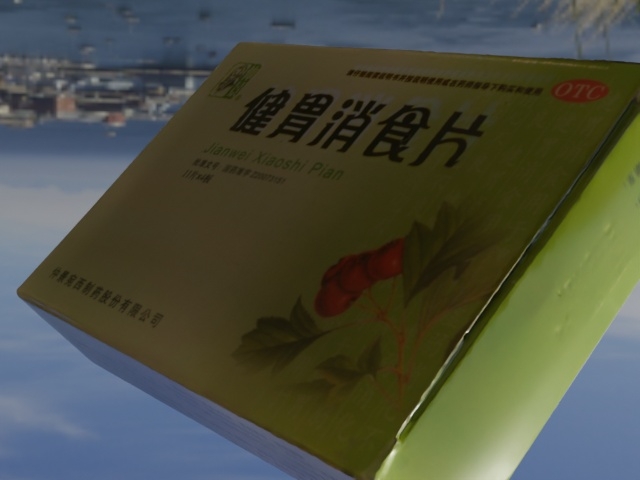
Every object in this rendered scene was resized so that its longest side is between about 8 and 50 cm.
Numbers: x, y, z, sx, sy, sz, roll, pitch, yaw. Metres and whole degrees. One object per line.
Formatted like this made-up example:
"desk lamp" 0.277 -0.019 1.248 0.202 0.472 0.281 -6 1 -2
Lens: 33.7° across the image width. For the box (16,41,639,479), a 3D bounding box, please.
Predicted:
"box" -0.001 0.001 0.443 0.260 0.175 0.062 16 151 51
